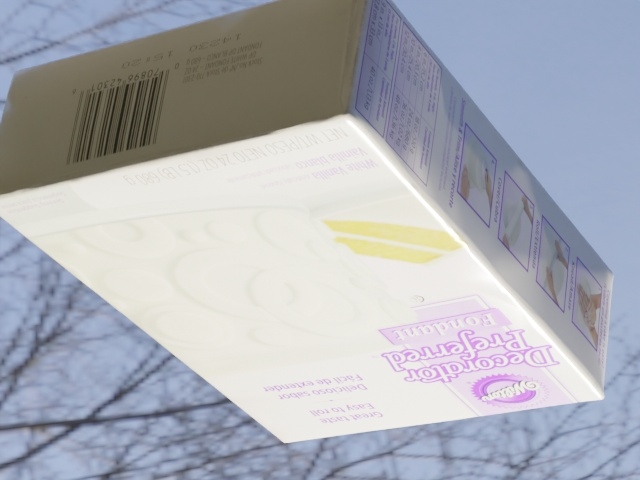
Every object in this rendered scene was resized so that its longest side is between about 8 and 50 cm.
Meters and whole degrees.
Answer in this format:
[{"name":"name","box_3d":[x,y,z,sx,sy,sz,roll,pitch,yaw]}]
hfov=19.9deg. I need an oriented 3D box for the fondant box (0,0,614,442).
[{"name":"fondant box","box_3d":[0.000,0.000,1.081,0.238,0.330,0.096,-11,-124,29]}]
